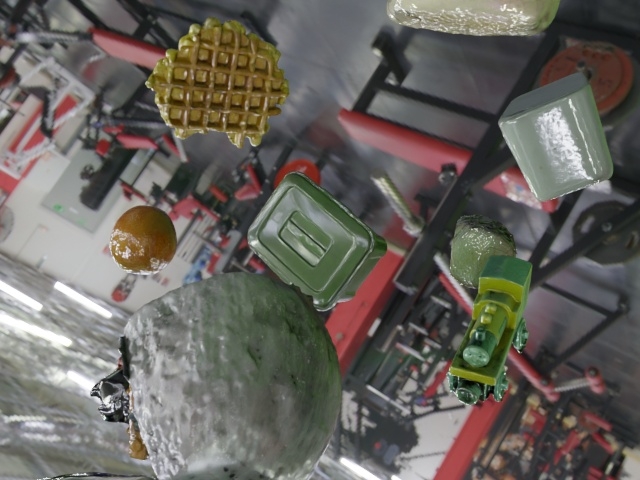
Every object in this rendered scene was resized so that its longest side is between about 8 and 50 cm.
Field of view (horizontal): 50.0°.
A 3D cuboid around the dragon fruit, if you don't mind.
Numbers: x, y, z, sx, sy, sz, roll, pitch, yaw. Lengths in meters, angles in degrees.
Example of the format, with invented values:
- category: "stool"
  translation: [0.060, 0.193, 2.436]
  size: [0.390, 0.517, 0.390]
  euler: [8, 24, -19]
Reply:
- category: "dragon fruit"
  translation: [-0.072, 0.186, 0.790]
  size: [0.283, 0.204, 0.221]
  euler: [63, -174, -47]

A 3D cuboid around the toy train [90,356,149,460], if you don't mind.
- category: "toy train"
  translation: [-0.273, 0.256, 1.304]
  size: [0.232, 0.163, 0.369]
  euler: [7, -166, 19]

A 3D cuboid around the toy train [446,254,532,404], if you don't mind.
- category: "toy train"
  translation: [0.410, 0.225, 1.661]
  size: [0.150, 0.369, 0.237]
  euler: [11, 126, 24]

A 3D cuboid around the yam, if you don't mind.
- category: "yam"
  translation: [0.474, 0.033, 2.010]
  size: [0.202, 0.202, 0.271]
  euler: [7, -172, 20]

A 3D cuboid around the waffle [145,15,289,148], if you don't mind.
- category: "waffle"
  translation: [-0.214, -0.324, 1.481]
  size: [0.301, 0.281, 0.058]
  euler: [25, -162, -35]

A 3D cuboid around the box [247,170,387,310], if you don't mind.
- category: "box"
  translation: [0.000, 0.000, 1.798]
  size: [0.329, 0.252, 0.178]
  euler: [42, -164, 24]

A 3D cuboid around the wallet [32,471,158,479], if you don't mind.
- category: "wallet"
  translation: [-0.506, 0.516, 1.385]
  size: [0.223, 0.077, 0.309]
  euler: [-4, 169, 21]

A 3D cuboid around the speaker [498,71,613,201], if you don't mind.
- category: "speaker"
  translation: [0.504, -0.227, 1.454]
  size: [0.184, 0.183, 0.406]
  euler: [65, -155, -8]

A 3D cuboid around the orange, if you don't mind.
- category: "orange"
  translation: [-0.503, -0.001, 1.962]
  size: [0.206, 0.206, 0.206]
  euler: [32, 172, 5]

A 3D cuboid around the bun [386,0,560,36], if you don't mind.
- category: "bun"
  translation: [0.188, -0.314, 0.839]
  size: [0.210, 0.116, 0.237]
  euler: [3, -165, -14]
